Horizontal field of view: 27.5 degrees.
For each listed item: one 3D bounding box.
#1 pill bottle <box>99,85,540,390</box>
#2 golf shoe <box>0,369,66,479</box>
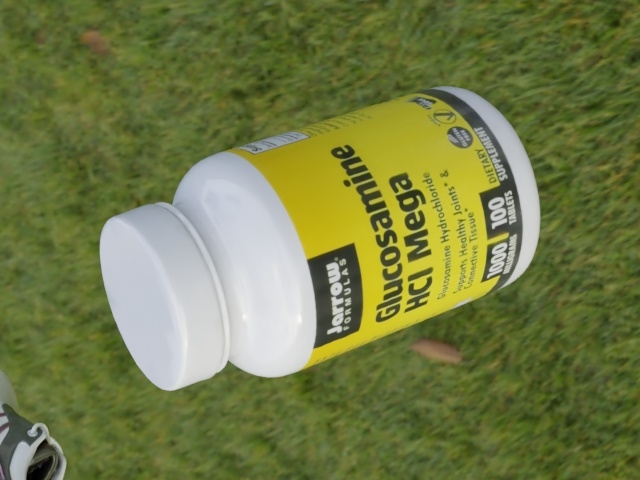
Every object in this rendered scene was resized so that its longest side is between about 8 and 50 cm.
[{"bbox_3d":[0.000,0.000,1.072,0.188,0.334,0.188,40,140,44],"label":"pill bottle"},{"bbox_3d":[-0.307,0.215,1.298,0.105,0.120,0.273,58,-172,-37],"label":"golf shoe"}]
